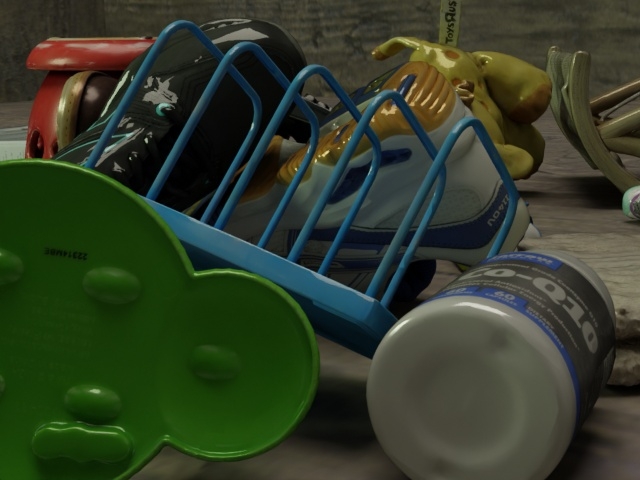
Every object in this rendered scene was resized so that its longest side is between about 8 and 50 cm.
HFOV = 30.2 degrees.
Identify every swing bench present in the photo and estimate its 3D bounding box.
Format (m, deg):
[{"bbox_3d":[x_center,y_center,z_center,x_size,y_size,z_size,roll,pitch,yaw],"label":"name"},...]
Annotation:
[{"bbox_3d":[0.364,-0.127,1.197,0.254,0.165,0.253,-6,10,7],"label":"swing bench"}]

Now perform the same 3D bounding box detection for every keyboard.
[{"bbox_3d":[0.006,-0.074,0.852,0.108,0.023,0.180,20,-5,14],"label":"keyboard"}]

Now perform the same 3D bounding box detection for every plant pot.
[{"bbox_3d":[-0.183,-0.105,1.120,0.191,0.174,0.191,1,9,0],"label":"plant pot"}]

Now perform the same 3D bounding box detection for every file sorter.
[{"bbox_3d":[-0.008,-0.020,0.561,0.170,0.104,0.118,22,-11,28],"label":"file sorter"}]

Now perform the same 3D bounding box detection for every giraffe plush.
[{"bbox_3d":[0.134,-0.104,1.133,0.181,0.210,0.170,-11,35,14],"label":"giraffe plush"}]

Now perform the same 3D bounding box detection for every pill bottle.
[{"bbox_3d":[0.077,0.047,0.483,0.078,0.078,0.137,3,11,22],"label":"pill bottle"}]

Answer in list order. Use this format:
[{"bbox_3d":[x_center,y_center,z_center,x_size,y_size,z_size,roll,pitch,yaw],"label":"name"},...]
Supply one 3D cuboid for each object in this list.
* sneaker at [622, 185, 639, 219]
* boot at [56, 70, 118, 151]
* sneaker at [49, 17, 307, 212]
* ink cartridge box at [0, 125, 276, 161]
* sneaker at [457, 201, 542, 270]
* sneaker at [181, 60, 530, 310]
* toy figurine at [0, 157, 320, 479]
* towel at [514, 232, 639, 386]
[{"bbox_3d":[0.316,-0.031,1.012,0.098,0.038,0.069,-14,14,-13],"label":"sneaker"},{"bbox_3d":[-0.066,-0.059,0.901,0.206,0.090,0.248,5,-14,15],"label":"boot"},{"bbox_3d":[-0.113,-0.026,0.694,0.267,0.101,0.106,-37,33,2],"label":"sneaker"},{"bbox_3d":[-0.266,-0.106,1.434,0.330,0.071,0.324,3,11,40],"label":"ink cartridge box"},{"bbox_3d":[0.125,-0.011,0.886,0.059,0.053,0.144,-3,19,-3],"label":"sneaker"},{"bbox_3d":[0.000,0.000,0.747,0.296,0.131,0.112,-19,28,54],"label":"sneaker"},{"bbox_3d":[-0.085,0.037,0.514,0.173,0.130,0.159,8,1,1],"label":"toy figurine"},{"bbox_3d":[0.246,0.029,0.646,0.282,0.049,0.187,-3,12,-4],"label":"towel"}]
